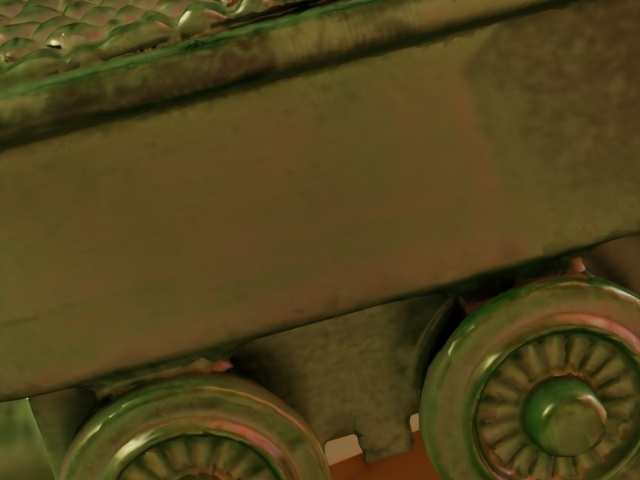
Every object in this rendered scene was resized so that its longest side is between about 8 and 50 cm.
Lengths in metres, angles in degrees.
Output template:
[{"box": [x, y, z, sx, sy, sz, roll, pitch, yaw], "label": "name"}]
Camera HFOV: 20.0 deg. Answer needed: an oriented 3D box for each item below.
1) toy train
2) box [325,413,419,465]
[{"box": [0.000, 0.000, 0.577, 0.266, 0.145, 0.201, -15, 113, -2], "label": "toy train"}, {"box": [0.078, -0.031, 0.819, 0.265, 0.273, 0.048, -24, 119, 19], "label": "box"}]
